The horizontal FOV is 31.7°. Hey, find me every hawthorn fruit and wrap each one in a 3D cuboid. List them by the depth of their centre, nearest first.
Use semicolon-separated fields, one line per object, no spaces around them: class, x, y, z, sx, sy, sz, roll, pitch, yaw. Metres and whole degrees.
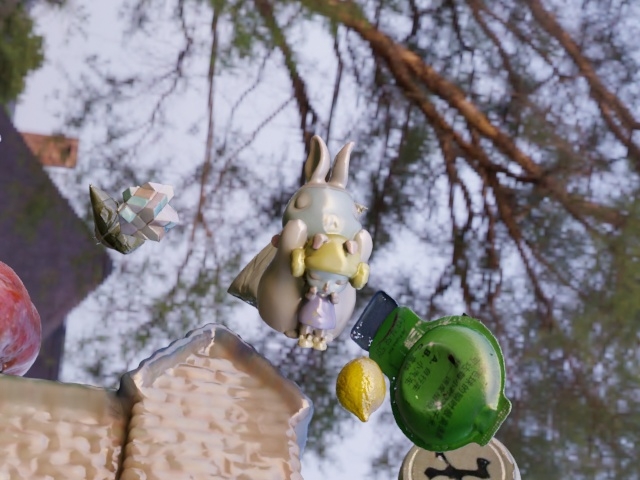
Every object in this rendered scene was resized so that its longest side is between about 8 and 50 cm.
hawthorn fruit;-0.563;0.113;1.722;0.271;0.242;0.242;53;-39;26

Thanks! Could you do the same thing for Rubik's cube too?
Rubik's cube;-0.240;-0.047;1.587;0.075;0.084;0.073;-86;176;-52

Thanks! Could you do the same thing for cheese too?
cheese;0.159;0.185;1.668;0.320;0.083;0.203;40;-79;45

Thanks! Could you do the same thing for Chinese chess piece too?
Chinese chess piece;0.259;0.452;2.083;0.092;0.238;0.237;81;-2;-47

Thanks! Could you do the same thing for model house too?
model house;-0.253;0.332;1.396;0.400;0.446;0.395;-96;-166;-52

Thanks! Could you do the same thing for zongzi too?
zongzi;-0.348;-0.042;1.787;0.062;0.130;0.154;-44;-156;-18

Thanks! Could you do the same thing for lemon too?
lemon;0.051;0.186;1.415;0.065;0.065;0.092;120;-24;-51

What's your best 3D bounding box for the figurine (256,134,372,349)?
figurine;0.000;0.000;1.387;0.155;0.127;0.235;-88;-170;-73

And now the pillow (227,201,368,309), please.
pillow;-0.038;0.014;1.718;0.230;0.050;0.148;-44;-150;-16
